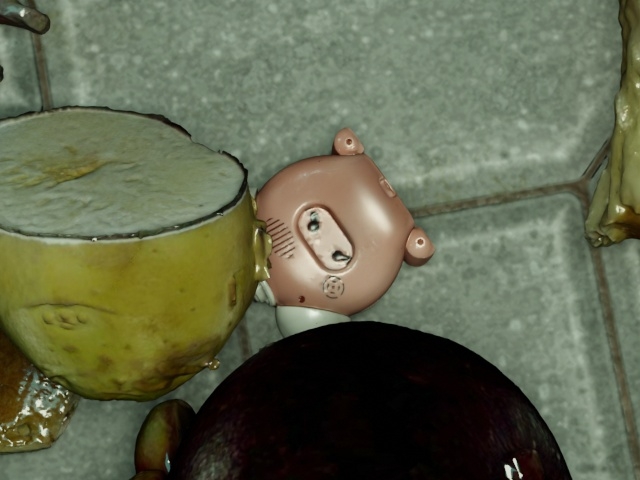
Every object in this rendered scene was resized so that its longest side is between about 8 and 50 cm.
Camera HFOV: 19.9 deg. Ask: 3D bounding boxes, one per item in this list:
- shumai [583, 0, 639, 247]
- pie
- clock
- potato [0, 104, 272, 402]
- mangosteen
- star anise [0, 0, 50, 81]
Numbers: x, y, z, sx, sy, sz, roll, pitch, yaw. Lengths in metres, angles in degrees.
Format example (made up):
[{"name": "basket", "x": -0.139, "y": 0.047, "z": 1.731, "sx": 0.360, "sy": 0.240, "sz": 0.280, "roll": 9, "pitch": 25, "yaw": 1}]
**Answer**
[{"name": "shumai", "x": 0.311, "y": -0.105, "z": 1.561, "sx": 0.262, "sy": 0.267, "sz": 0.314, "roll": -38, "pitch": 113, "yaw": 10}, {"name": "pie", "x": -0.306, "y": 0.106, "z": 1.622, "sx": 0.195, "sy": 0.046, "sz": 0.195, "roll": 0, "pitch": 79, "yaw": -1}, {"name": "clock", "x": 0.000, "y": 0.000, "z": 1.616, "sx": 0.162, "sy": 0.093, "sz": 0.166, "roll": -36, "pitch": 85, "yaw": -2}, {"name": "potato", "x": -0.191, "y": 0.019, "z": 1.546, "sx": 0.246, "sy": 0.299, "sz": 0.196, "roll": -20, "pitch": 123, "yaw": -33}, {"name": "mangosteen", "x": 0.001, "y": 0.263, "z": 1.474, "sx": 0.435, "sy": 0.382, "sz": 0.382, "roll": -16, "pitch": 81, "yaw": 37}, {"name": "star anise", "x": -0.356, "y": -0.232, "z": 1.636, "sx": 0.257, "sy": 0.110, "sz": 0.198, "roll": 9, "pitch": 82, "yaw": -5}]
